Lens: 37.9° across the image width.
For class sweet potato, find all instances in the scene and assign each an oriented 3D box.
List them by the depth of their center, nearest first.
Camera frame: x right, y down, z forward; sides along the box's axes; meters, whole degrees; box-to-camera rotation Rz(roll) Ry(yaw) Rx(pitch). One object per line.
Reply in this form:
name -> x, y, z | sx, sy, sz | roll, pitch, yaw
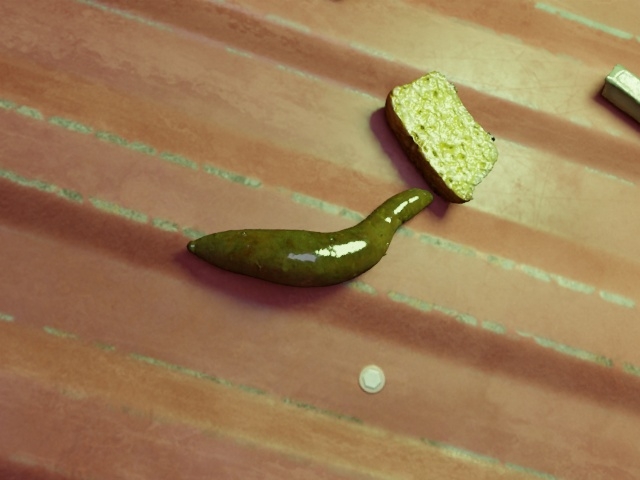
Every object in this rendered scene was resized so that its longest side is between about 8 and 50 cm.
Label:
sweet potato -> 0.005, 0.005, 1.224 | 0.346, 0.079, 0.108 | -13, 68, -16

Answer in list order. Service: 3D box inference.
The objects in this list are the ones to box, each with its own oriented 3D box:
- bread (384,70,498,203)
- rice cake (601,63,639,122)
bread -> 0.168, -0.142, 1.293 | 0.103, 0.065, 0.187 | -38, 85, -17
rice cake -> 0.520, -0.169, 1.366 | 0.256, 0.057, 0.052 | 35, 100, -1
